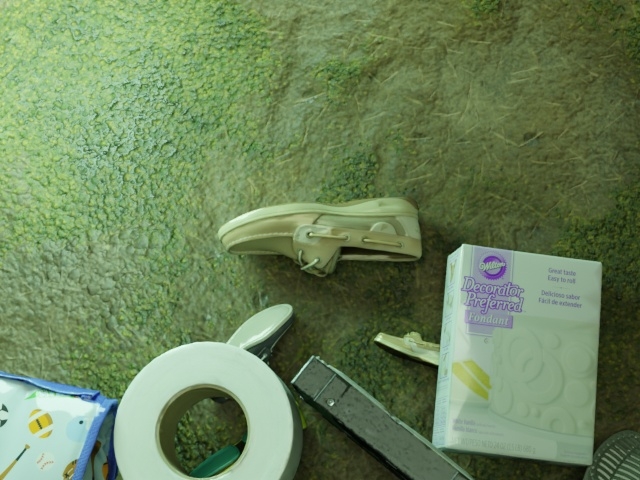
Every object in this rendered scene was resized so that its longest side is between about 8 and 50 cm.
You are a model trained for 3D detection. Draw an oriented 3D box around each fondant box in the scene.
[{"bbox_3d":[0.318,0.187,1.807,0.238,0.096,0.330,7,75,-5],"label":"fondant box"}]

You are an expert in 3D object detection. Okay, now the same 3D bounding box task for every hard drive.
[{"bbox_3d":[0.109,0.314,1.732,0.339,0.237,0.064,37,80,12],"label":"hard drive"}]

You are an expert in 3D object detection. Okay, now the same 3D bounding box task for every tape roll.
[{"bbox_3d":[-0.172,0.306,1.742,0.286,0.100,0.286,-2,72,7],"label":"tape roll"}]

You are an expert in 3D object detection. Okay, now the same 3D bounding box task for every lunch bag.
[{"bbox_3d":[-0.503,0.401,1.746,0.328,0.239,0.385,10,84,7],"label":"lunch bag"}]

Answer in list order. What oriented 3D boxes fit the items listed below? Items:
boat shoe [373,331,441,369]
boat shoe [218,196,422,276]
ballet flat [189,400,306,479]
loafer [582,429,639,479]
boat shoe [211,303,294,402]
[{"bbox_3d":[0.156,0.176,1.862,0.135,0.050,0.045,20,74,-3],"label":"boat shoe"},{"bbox_3d":[0.000,0.000,1.874,0.341,0.121,0.110,-6,75,0],"label":"boat shoe"},{"bbox_3d":[-0.116,0.351,1.823,0.231,0.077,0.077,-41,104,-8],"label":"ballet flat"},{"bbox_3d":[0.444,0.407,1.772,0.094,0.087,0.251,35,65,18],"label":"loafer"},{"bbox_3d":[-0.117,0.190,1.876,0.206,0.075,0.065,-42,121,-13],"label":"boat shoe"}]
